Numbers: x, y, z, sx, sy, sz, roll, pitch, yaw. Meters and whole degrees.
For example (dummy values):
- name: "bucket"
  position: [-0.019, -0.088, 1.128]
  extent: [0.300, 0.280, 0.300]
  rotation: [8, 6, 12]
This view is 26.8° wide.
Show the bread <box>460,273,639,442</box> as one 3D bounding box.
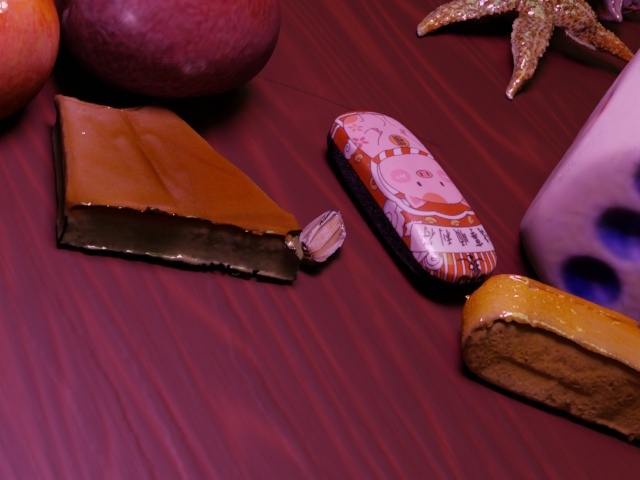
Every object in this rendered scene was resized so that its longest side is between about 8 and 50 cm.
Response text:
- name: "bread"
  position: [0.257, 0.114, 1.359]
  extent: [0.246, 0.102, 0.094]
  rotation: [21, 39, -6]

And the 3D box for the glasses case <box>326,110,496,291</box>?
- name: "glasses case"
  position: [0.098, -0.048, 1.481]
  extent: [0.103, 0.067, 0.266]
  rotation: [-6, 47, -35]

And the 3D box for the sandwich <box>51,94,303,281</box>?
- name: "sandwich"
  position: [-0.146, -0.066, 1.355]
  extent: [0.245, 0.063, 0.212]
  rotation: [11, 38, -24]

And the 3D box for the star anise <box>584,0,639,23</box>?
- name: "star anise"
  position: [0.437, -0.412, 2.132]
  extent: [0.197, 0.073, 0.212]
  rotation: [24, 39, 1]

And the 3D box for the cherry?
- name: "cherry"
  position: [-0.167, -0.261, 1.449]
  extent: [0.307, 0.221, 0.261]
  rotation: [23, 18, -42]

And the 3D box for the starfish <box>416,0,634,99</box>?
- name: "starfish"
  position: [0.311, -0.328, 1.916]
  extent: [0.347, 0.078, 0.357]
  rotation: [16, 46, -12]

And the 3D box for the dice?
- name: "dice"
  position: [0.426, -0.044, 1.516]
  extent: [0.304, 0.277, 0.304]
  rotation: [35, 38, 5]

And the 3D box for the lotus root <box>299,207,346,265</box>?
- name: "lotus root"
  position: [-0.002, 0.000, 1.392]
  extent: [0.037, 0.030, 0.083]
  rotation: [58, 39, -12]

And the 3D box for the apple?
- name: "apple"
  position: [-0.353, -0.218, 1.324]
  extent: [0.209, 0.164, 0.209]
  rotation: [19, 38, -16]
